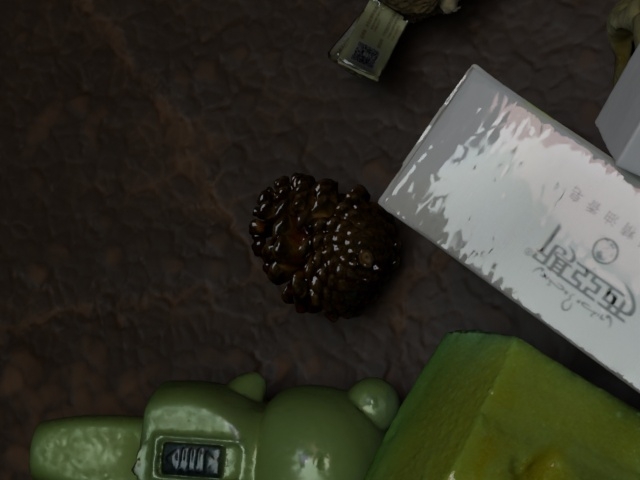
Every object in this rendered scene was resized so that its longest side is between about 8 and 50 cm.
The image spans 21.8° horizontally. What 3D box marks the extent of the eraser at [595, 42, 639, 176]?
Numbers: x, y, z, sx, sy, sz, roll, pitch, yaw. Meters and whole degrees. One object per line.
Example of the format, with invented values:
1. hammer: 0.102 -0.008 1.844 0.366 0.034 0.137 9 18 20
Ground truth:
1. eraser: 0.310 -0.028 0.962 0.298 0.076 0.078 24 110 -11

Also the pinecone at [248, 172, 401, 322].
1. pinecone: 0.001 -0.003 1.150 0.102 0.102 0.109 -44 61 10

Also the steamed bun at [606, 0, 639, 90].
1. steamed bun: 0.256 -0.125 1.038 0.172 0.155 0.141 -29 75 15

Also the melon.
1. melon: 0.089 0.208 0.999 0.196 0.124 0.323 27 58 14

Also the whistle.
1. whistle: -0.066 0.155 1.143 0.288 0.106 0.131 1 80 19

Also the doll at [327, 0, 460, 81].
1. doll: 0.076 -0.213 1.145 0.115 0.105 0.221 33 106 -21

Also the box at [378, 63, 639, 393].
1. box: 0.187 0.019 1.023 0.260 0.194 0.111 39 97 19
